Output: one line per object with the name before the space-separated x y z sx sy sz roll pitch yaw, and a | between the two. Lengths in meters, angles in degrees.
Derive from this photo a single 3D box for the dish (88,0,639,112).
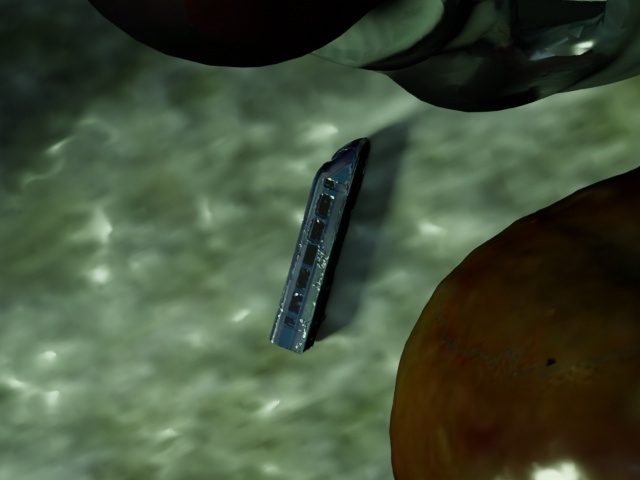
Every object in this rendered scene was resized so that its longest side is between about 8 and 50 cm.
dish | -0.011 -0.108 0.392 0.273 0.273 0.134 31 70 4

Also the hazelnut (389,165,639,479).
hazelnut | 0.145 0.064 0.440 0.251 0.217 0.217 6 101 9

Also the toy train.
toy train | 0.000 0.000 0.553 0.017 0.017 0.083 19 103 14
